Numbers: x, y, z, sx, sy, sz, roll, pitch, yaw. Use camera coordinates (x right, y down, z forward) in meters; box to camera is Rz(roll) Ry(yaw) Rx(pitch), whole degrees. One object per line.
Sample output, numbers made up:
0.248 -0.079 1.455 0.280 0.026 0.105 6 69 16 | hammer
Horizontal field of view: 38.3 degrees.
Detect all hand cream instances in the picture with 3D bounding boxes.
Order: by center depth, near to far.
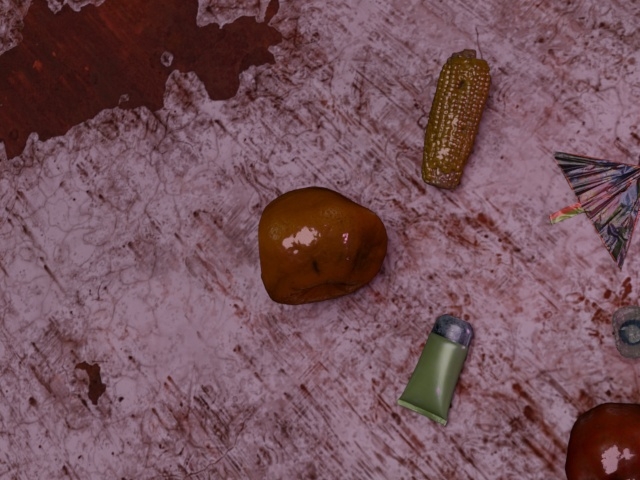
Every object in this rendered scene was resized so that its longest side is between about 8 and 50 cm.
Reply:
0.201 0.212 1.554 0.095 0.046 0.175 21 91 27 | hand cream

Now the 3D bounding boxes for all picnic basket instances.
0.484 0.140 1.423 0.065 0.083 0.083 -7 75 17 | picnic basket

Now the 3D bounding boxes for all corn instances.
0.238 -0.218 1.631 0.097 0.097 0.262 10 81 26 | corn

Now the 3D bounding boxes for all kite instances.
0.468 -0.065 1.528 0.183 0.014 0.241 -26 68 17 | kite

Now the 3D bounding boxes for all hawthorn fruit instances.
0.436 0.318 1.333 0.169 0.188 0.169 3 98 22 | hawthorn fruit

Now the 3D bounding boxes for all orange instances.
0.000 0.000 1.599 0.248 0.249 0.183 -21 74 18 | orange
